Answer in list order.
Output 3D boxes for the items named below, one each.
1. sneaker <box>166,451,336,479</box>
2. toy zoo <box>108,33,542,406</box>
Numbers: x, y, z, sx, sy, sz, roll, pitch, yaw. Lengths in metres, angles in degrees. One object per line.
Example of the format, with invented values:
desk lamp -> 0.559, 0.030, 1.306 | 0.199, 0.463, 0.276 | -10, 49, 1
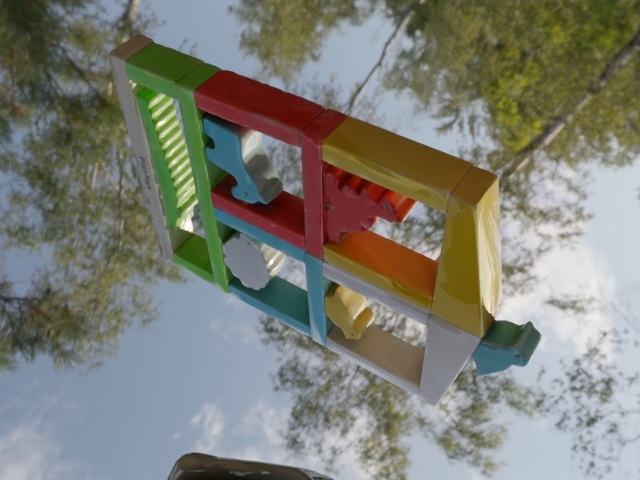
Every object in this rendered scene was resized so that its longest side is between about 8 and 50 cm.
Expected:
sneaker -> 0.029, 0.172, 0.347 | 0.262, 0.121, 0.099 | 6, -122, 26
toy zoo -> 0.000, 0.000, 0.455 | 0.293, 0.192, 0.030 | 25, -128, 23
